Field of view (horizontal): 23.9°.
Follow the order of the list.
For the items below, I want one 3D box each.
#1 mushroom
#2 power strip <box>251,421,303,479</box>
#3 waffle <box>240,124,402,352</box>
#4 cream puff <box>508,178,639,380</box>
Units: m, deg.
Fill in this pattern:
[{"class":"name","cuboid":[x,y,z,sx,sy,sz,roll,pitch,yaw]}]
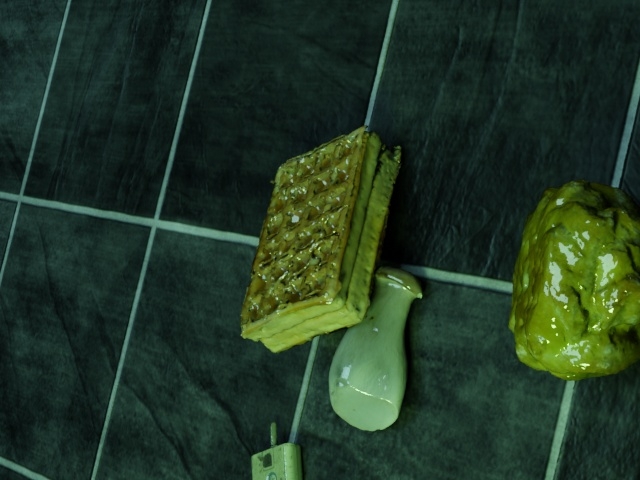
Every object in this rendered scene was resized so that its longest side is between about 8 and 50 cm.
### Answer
[{"class":"mushroom","cuboid":[0.078,0.149,2.112,0.116,0.093,0.225,5,71,24]},{"class":"power strip","cuboid":[-0.061,0.397,2.224,0.092,0.034,0.268,-26,59,42]},{"class":"waffle","cuboid":[-0.001,-0.001,2.180,0.213,0.091,0.308,-23,44,44]},{"class":"cream puff","cuboid":[0.312,0.049,1.776,0.196,0.244,0.244,21,95,19]}]
